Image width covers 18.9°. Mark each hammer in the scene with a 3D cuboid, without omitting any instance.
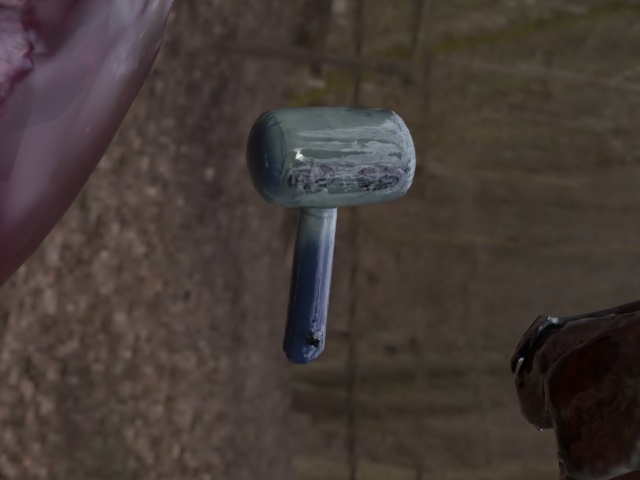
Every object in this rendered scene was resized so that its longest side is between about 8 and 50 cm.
[{"bbox_3d":[0.000,0.000,1.334,0.069,0.116,0.193,-130,-138,-58],"label":"hammer"}]

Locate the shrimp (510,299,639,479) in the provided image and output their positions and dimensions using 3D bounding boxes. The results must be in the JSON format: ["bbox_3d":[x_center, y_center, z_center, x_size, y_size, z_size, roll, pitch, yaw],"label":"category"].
[{"bbox_3d":[0.257,0.075,0.615,0.166,0.411,0.221,-38,-132,40],"label":"shrimp"}]

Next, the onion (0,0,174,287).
[{"bbox_3d":[-0.192,-0.075,0.618,0.282,0.337,0.260,-13,86,-70],"label":"onion"}]
